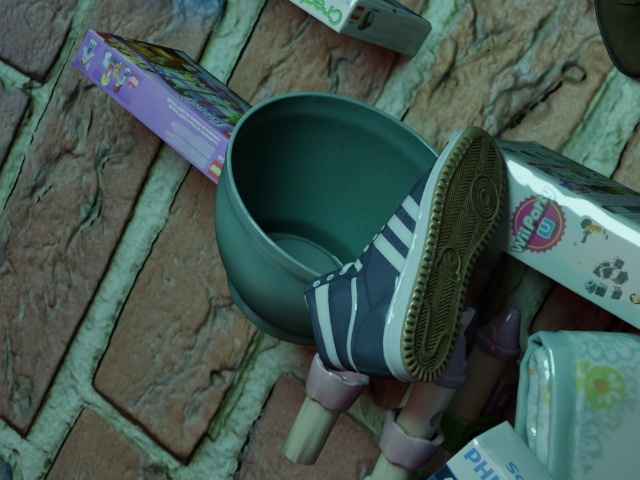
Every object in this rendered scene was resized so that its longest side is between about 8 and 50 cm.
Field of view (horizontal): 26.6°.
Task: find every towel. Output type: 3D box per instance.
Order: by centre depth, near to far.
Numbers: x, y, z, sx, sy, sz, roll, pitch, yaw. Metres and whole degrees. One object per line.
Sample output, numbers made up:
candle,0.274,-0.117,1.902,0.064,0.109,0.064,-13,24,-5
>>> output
towel,0.351,0.283,1.392,0.090,0.321,0.374,-171,85,-72

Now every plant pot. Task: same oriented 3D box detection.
plant pot,0.000,0.000,1.573,0.293,0.293,0.196,53,138,21

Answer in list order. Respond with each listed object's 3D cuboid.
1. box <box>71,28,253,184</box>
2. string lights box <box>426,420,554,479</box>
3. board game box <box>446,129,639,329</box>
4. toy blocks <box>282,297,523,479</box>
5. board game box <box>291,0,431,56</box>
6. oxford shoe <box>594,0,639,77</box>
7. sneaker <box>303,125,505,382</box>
box,-0.155,-0.163,1.743,0.293,0.201,0.057,39,108,25
string lights box,0.121,0.309,1.321,0.259,0.077,0.133,-46,73,27
board game box,0.294,-0.011,1.460,0.303,0.224,0.097,32,106,28
toy blocks,0.179,0.187,1.482,0.309,0.289,0.260,37,112,30
board game box,-0.027,-0.334,1.678,0.305,0.193,0.053,37,106,27
oxford shoe,0.349,-0.280,1.476,0.083,0.096,0.227,-8,115,-2
sneaker,0.082,0.012,1.364,0.153,0.099,0.282,-7,54,45
